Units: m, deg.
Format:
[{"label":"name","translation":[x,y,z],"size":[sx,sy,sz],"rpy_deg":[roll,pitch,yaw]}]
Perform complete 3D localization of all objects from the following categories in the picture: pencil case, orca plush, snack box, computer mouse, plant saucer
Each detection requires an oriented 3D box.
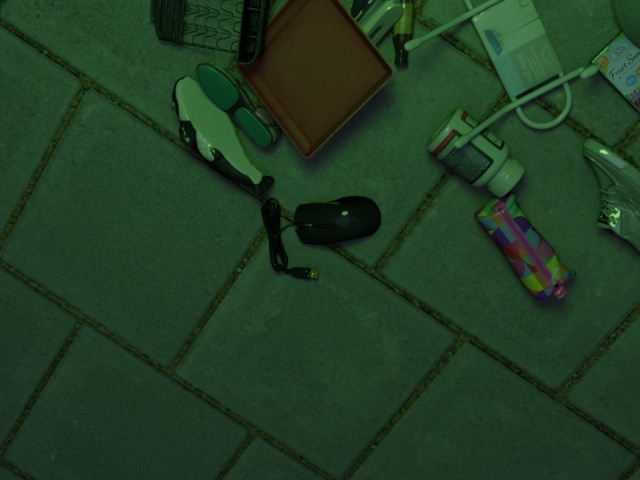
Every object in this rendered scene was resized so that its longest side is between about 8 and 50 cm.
[{"label":"pencil case","translation":[0.417,0.012,1.505],"size":[0.104,0.104,0.236],"rpy_deg":[-37,98,17]},{"label":"orca plush","translation":[-0.216,-0.210,1.556],"size":[0.287,0.102,0.151],"rpy_deg":[39,64,-15]},{"label":"snack box","translation":[0.601,-0.328,1.403],"size":[0.141,0.037,0.100],"rpy_deg":[44,106,-5]},{"label":"computer mouse","translation":[0.000,0.000,1.583],"size":[0.261,0.060,0.184],"rpy_deg":[-1,106,9]},{"label":"plant saucer","translation":[-0.010,-0.338,1.439],"size":[0.259,0.047,0.258],"rpy_deg":[-42,80,30]}]

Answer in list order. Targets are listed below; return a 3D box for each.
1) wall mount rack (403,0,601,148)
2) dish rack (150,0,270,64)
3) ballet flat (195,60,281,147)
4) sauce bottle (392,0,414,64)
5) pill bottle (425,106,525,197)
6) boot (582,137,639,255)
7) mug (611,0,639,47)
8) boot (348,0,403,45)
[{"label":"wall mount rack","translation":[0.336,-0.344,1.380],"size":[0.304,0.130,0.350],"rpy_deg":[-28,100,9]},{"label":"dish rack","translation":[-0.223,-0.470,1.446],"size":[0.271,0.074,0.209],"rpy_deg":[14,108,17]},{"label":"ballet flat","translation":[-0.163,-0.288,1.508],"size":[0.221,0.079,0.076],"rpy_deg":[45,132,-16]},{"label":"sauce bottle","translation":[0.161,-0.411,1.442],"size":[0.042,0.042,0.128],"rpy_deg":[5,106,7]},{"label":"pill bottle","translation":[0.310,-0.169,1.459],"size":[0.180,0.108,0.108],"rpy_deg":[38,108,-4]},{"label":"boot","translation":[0.587,-0.078,1.451],"size":[0.258,0.095,0.123],"rpy_deg":[40,101,-6]},{"label":"mug","translation":[0.636,-0.483,1.182],"size":[0.276,0.328,0.374],"rpy_deg":[-31,97,8]},{"label":"boot","translation":[0.078,-0.425,1.447],"size":[0.190,0.069,0.086],"rpy_deg":[-40,65,30]}]
